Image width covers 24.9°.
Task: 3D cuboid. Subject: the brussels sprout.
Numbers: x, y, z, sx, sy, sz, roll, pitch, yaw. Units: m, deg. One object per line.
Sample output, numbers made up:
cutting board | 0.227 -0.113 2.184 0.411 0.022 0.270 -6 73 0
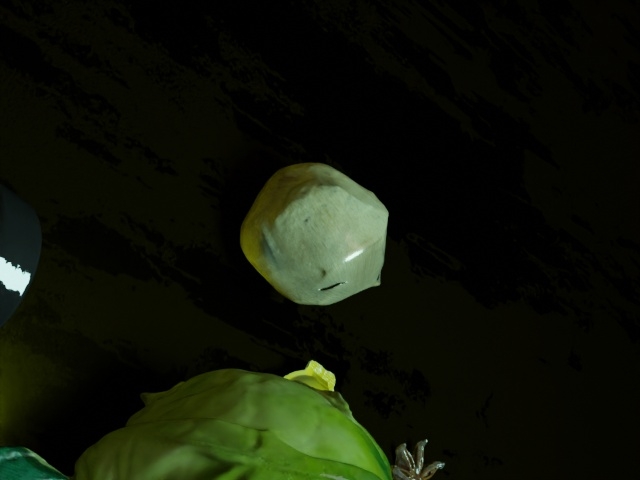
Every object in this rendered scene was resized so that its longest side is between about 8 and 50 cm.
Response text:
brussels sprout | -0.080 0.350 1.814 0.425 0.361 0.342 -40 122 -48

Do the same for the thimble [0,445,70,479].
thimble | -0.355 0.368 1.544 0.288 0.167 0.254 -64 157 8

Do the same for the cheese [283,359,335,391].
cheese | -0.043 0.306 2.107 0.177 0.069 0.270 39 64 -41

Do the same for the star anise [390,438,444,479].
star anise | 0.149 0.390 2.367 0.141 0.042 0.141 1 88 -50

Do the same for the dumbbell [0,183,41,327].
dumbbell | -0.465 -0.029 1.481 0.322 0.203 0.204 39 58 -43

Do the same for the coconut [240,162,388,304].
coconut | 0.000 0.000 2.088 0.224 0.224 0.224 6 82 -52
